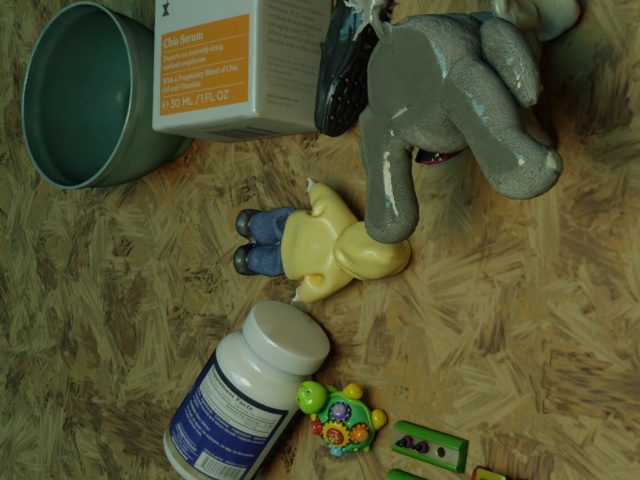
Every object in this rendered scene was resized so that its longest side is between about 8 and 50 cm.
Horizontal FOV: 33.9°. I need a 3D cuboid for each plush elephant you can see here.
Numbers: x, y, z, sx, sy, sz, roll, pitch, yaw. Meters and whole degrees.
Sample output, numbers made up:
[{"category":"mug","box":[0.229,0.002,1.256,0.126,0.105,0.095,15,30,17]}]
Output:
[{"category":"plush elephant","box":[0.179,-0.177,1.229,0.272,0.255,0.330,-31,75,47]}]

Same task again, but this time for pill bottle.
[{"category":"pill bottle","box":[-0.104,0.223,1.504,0.153,0.153,0.265,49,118,33]}]

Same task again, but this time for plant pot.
[{"category":"plant pot","box":[-0.319,-0.222,1.697,0.293,0.196,0.293,-3,86,42]}]

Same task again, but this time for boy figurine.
[{"category":"boy figurine","box":[0.000,0.000,1.466,0.285,0.092,0.177,1,88,41]}]

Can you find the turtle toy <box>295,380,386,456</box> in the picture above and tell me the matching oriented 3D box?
[{"category":"turtle toy","box":[0.020,0.240,1.425,0.130,0.066,0.095,48,123,-1]}]

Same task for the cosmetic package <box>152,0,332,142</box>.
[{"category":"cosmetic package","box":[-0.114,-0.384,1.547,0.230,0.161,0.453,-3,85,42]}]

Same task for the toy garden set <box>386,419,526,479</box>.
[{"category":"toy garden set","box":[0.152,0.374,1.331,0.204,0.049,0.244,10,94,42]}]

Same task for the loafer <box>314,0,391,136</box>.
[{"category":"loafer","box":[0.034,-0.255,1.465,0.078,0.076,0.223,21,97,46]}]
